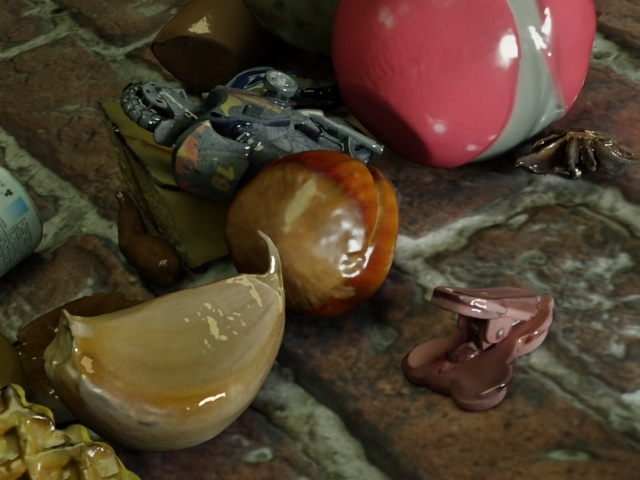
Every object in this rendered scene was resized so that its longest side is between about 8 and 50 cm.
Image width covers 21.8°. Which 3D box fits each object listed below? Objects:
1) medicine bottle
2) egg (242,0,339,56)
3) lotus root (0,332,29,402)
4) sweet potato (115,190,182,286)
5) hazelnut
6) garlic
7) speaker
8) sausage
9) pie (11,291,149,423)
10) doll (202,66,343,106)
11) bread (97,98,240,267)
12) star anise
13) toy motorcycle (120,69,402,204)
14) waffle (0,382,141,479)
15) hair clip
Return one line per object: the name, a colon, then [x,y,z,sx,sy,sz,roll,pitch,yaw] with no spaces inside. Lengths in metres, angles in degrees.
medicine bottle: [-0.414,0.001,1.876,0.135,0.135,0.168,13,43,38]
egg: [0.089,-0.405,2.080,0.428,0.345,0.345,-28,33,-10]
lotus root: [-0.350,0.175,1.574,0.146,0.131,0.303,-16,40,8]
sweet potato: [-0.199,0.002,1.860,0.050,0.050,0.214,-24,29,-12]
hazelnut: [0.000,0.000,1.677,0.182,0.182,0.182,-11,32,7]
garlic: [-0.132,0.107,1.559,0.245,0.164,0.145,-23,15,-22]
speaker: [0.164,-0.222,1.836,0.294,0.294,0.294,-11,32,7]
sausage: [-0.105,-0.296,2.210,0.123,0.123,0.253,9,42,35]
pie: [-0.239,0.116,1.700,0.195,0.046,0.195,-12,31,7]
doll: [-0.056,-0.182,2.066,0.195,0.070,0.096,-1,4,18]
bread: [-0.128,-0.095,1.890,0.178,0.135,0.240,-24,35,-11]
star anise: [0.284,-0.092,1.780,0.129,0.056,0.124,4,17,24]
toy motorcycle: [-0.065,-0.100,1.797,0.307,0.108,0.173,8,34,-27]
waffle: [-0.298,0.260,1.397,0.301,0.058,0.281,-40,69,-18]
hair clip: [0.155,0.096,1.572,0.123,0.102,0.138,18,13,40]
